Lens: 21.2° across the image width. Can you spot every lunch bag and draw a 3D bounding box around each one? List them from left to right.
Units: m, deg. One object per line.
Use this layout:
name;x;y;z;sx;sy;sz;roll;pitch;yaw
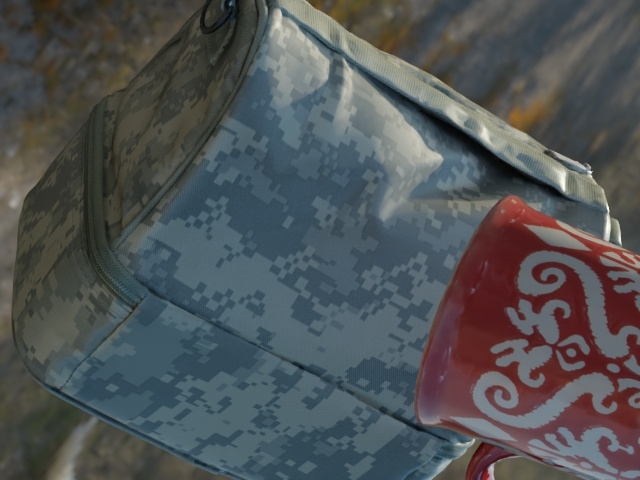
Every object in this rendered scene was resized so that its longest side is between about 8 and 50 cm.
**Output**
lunch bag;0.000;0.000;1.049;0.256;0.305;0.212;-46;-152;27

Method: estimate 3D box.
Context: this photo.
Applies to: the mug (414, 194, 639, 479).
mug;0.142;0.072;0.761;0.113;0.169;0.150;-56;158;-33
